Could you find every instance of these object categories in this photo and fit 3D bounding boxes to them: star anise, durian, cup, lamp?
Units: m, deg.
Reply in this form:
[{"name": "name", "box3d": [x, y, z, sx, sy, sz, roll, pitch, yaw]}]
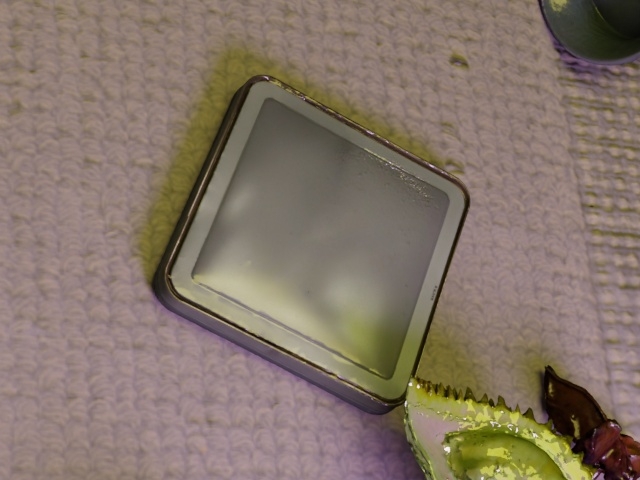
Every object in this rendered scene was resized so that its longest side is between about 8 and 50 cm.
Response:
[{"name": "star anise", "box3d": [0.255, 0.232, 1.362, 0.158, 0.144, 0.140, 43, 13, -13]}, {"name": "durian", "box3d": [0.174, 0.278, 1.215, 0.169, 0.158, 0.352, -15, 70, -47]}, {"name": "cup", "box3d": [0.374, -0.296, 1.570, 0.150, 0.199, 0.199, -2, 70, -45]}, {"name": "lamp", "box3d": [0.000, 0.000, 1.325, 0.266, 0.047, 0.269, 29, 60, -14]}]
